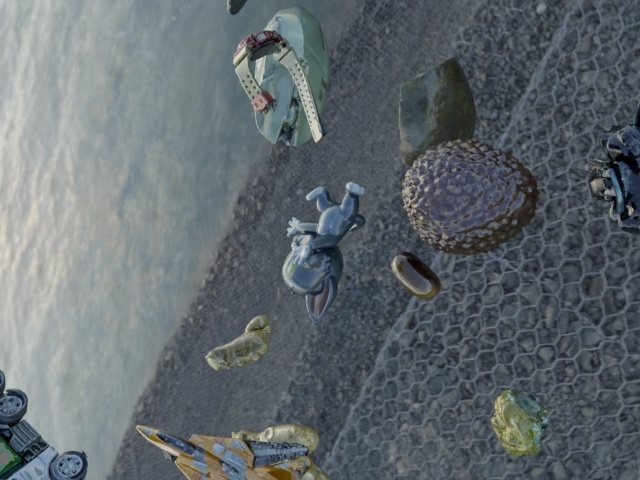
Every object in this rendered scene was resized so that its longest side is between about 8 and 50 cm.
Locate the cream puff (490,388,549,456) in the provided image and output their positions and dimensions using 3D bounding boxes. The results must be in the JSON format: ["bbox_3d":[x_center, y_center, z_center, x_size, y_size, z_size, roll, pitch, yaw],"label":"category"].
[{"bbox_3d":[0.453,0.426,1.338,0.121,0.156,0.156,16,97,25],"label":"cream puff"}]

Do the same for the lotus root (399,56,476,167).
[{"bbox_3d":[0.314,-0.322,1.593,0.210,0.142,0.314,-6,121,22],"label":"lotus root"}]

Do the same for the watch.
[{"bbox_3d":[-0.095,-0.348,1.336,0.102,0.165,0.268,-27,82,50],"label":"watch"}]

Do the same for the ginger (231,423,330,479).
[{"bbox_3d":[-0.151,0.634,1.781,0.348,0.363,0.122,11,58,19],"label":"ginger"}]

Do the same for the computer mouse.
[{"bbox_3d":[-0.084,-0.507,1.782,0.145,0.228,0.429,-161,77,-69],"label":"computer mouse"}]

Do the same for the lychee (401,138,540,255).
[{"bbox_3d":[0.288,-0.084,1.140,0.271,0.236,0.236,4,89,43],"label":"lychee"}]

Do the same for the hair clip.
[{"bbox_3d":[0.670,-0.133,1.181,0.206,0.194,0.310,-12,103,15],"label":"hair clip"}]

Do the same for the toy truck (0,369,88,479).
[{"bbox_3d":[-0.568,0.384,1.017,0.363,0.178,0.177,33,130,14],"label":"toy truck"}]

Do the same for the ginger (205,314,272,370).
[{"bbox_3d":[-0.208,0.298,1.583,0.205,0.081,0.115,-40,67,0],"label":"ginger"}]

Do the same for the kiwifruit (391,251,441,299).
[{"bbox_3d":[0.208,0.078,1.270,0.124,0.075,0.075,40,116,8],"label":"kiwifruit"}]

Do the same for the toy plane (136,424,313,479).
[{"bbox_3d":[-0.190,0.402,1.028,0.316,0.204,0.103,13,135,22],"label":"toy plane"}]

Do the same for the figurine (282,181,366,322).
[{"bbox_3d":[0.005,-0.001,1.160,0.265,0.140,0.193,-52,33,4],"label":"figurine"}]

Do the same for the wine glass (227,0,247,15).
[{"bbox_3d":[-0.163,-0.303,0.524,0.103,0.231,0.103,-63,5,9],"label":"wine glass"}]
